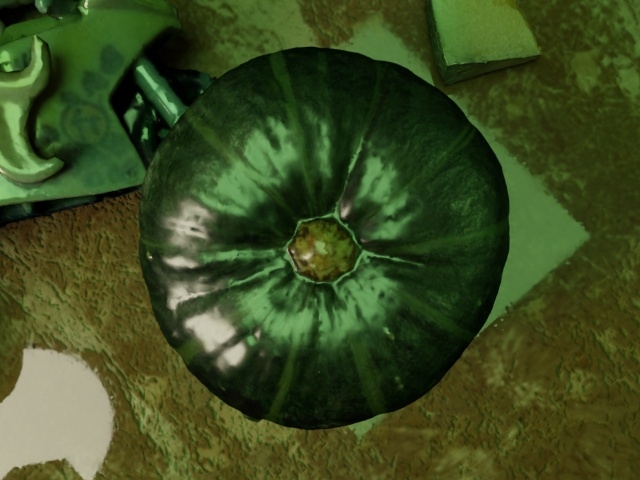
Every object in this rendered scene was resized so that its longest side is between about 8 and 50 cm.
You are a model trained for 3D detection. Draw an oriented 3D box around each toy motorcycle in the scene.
[{"bbox_3d":[-0.271,-0.114,0.457,0.409,0.168,0.237,-17,96,-20],"label":"toy motorcycle"}]

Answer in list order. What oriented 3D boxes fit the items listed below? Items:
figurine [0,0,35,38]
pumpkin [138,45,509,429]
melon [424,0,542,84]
[{"bbox_3d":[-0.359,-0.267,0.549,0.129,0.109,0.178,18,90,30],"label":"figurine"},{"bbox_3d":[0.000,0.000,0.436,0.299,0.207,0.301,-1,96,-6],"label":"pumpkin"},{"bbox_3d":[0.137,-0.245,0.488,0.097,0.054,0.182,-17,88,3],"label":"melon"}]
